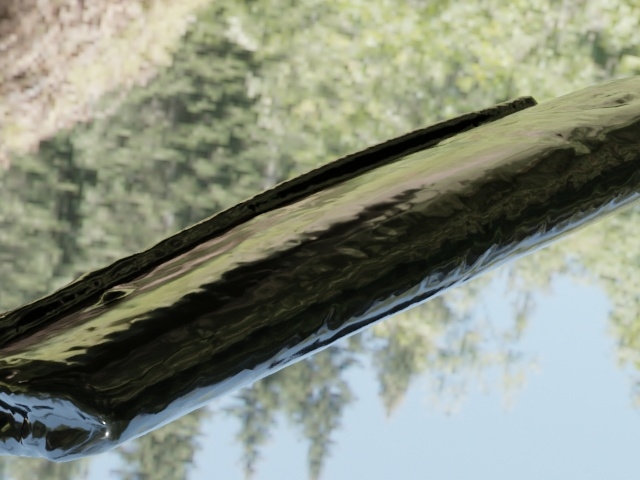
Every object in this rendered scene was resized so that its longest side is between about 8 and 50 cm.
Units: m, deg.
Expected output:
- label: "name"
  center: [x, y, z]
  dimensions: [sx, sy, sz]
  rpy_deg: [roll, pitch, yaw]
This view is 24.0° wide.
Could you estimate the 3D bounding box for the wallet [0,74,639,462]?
- label: "wallet"
  center: [0.000, 0.000, 0.496]
  dimensions: [0.321, 0.044, 0.170]
  rpy_deg: [-22, -171, -41]
